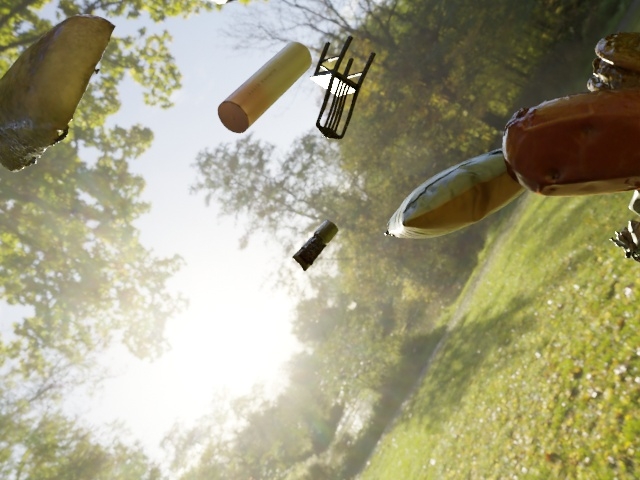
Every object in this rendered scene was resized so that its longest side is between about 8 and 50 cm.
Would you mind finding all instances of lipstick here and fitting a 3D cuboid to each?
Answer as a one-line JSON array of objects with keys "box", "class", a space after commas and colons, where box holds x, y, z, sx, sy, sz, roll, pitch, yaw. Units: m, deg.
[{"box": [-0.131, -0.387, 1.424, 0.326, 0.087, 0.087, -55, -11, -39], "class": "lipstick"}]

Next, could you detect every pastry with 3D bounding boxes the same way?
[{"box": [0.683, -0.334, 1.175, 0.240, 0.235, 0.132, -13, -49, -17], "class": "pastry"}]

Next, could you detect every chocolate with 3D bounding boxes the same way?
[{"box": [-0.416, -0.221, 0.847, 0.303, 0.100, 0.185, -11, 55, 45], "class": "chocolate"}]

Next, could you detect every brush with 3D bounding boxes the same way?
[{"box": [0.000, 0.000, 1.209, 0.036, 0.043, 0.248, -38, 4, 24], "class": "brush"}]

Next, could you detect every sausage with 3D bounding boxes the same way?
[{"box": [0.410, -0.144, 0.844, 0.141, 0.268, 0.153, -26, -70, -63], "class": "sausage"}]

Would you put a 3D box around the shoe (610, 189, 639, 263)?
[{"box": [0.570, 0.033, 0.969, 0.109, 0.149, 0.292, 65, -137, -56], "class": "shoe"}]

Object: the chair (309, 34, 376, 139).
[{"box": [0.027, -0.314, 1.212, 0.101, 0.084, 0.212, 14, 82, 58], "class": "chair"}]

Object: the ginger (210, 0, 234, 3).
[{"box": [-0.215, -0.427, 0.861, 0.219, 0.271, 0.123, 5, -92, -77], "class": "ginger"}]

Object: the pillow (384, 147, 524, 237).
[{"box": [0.278, -0.089, 1.132, 0.313, 0.119, 0.310, -26, 0, 1], "class": "pillow"}]
